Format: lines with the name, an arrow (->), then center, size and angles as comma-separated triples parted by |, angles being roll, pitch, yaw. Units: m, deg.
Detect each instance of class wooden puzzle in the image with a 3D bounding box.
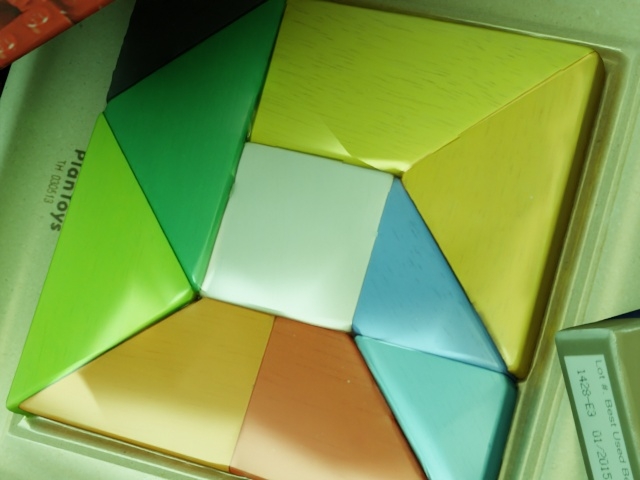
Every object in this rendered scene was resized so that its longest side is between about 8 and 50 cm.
wooden puzzle -> 0.000, 0.000, 0.597 | 0.239, 0.044, 0.221 | 14, 81, 14

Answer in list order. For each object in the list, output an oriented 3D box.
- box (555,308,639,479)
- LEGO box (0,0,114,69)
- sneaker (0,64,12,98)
box -> 0.187, 0.067, 0.588 | 0.225, 0.036, 0.136 | -14, 91, -28
LEGO box -> -0.115, -0.306, 0.538 | 0.372, 0.193, 0.500 | -29, 50, 5
sneaker -> -0.190, -0.001, 0.711 | 0.162, 0.106, 0.281 | 11, 85, 10
